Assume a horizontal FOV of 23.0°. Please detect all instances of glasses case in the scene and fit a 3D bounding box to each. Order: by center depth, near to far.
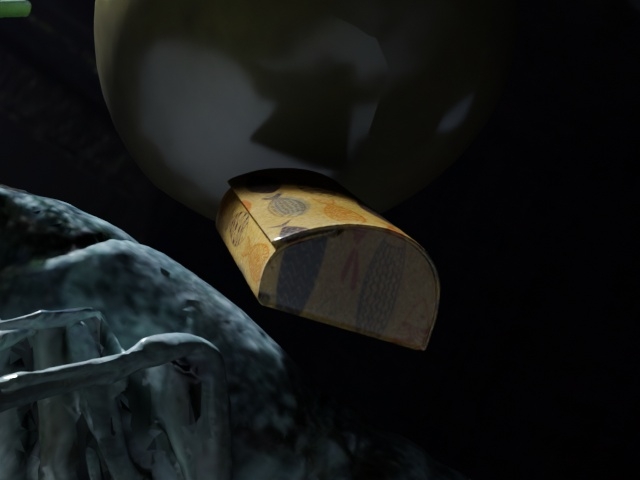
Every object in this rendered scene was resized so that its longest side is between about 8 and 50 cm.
[{"bbox_3d":[0.000,0.000,0.623,0.065,0.041,0.170,16,7,-11],"label":"glasses case"}]

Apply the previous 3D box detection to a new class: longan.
[{"bbox_3d":[-0.001,-0.112,0.789,0.215,0.246,0.246,34,-16,-34],"label":"longan"}]

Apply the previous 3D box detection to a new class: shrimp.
[{"bbox_3d":[-0.057,0.090,0.547,0.410,0.166,0.221,24,-20,-2],"label":"shrimp"}]

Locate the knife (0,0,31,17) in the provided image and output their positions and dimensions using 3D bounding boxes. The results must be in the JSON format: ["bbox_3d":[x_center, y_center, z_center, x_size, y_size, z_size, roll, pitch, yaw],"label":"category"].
[{"bbox_3d":[-0.231,-0.188,0.880,0.212,0.054,0.015,52,-43,32],"label":"knife"}]
